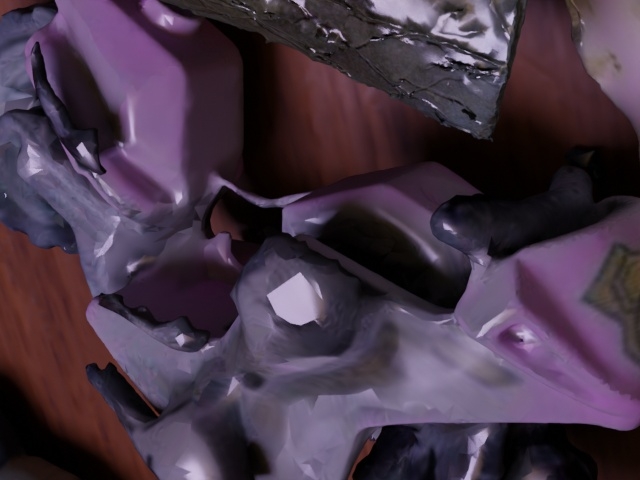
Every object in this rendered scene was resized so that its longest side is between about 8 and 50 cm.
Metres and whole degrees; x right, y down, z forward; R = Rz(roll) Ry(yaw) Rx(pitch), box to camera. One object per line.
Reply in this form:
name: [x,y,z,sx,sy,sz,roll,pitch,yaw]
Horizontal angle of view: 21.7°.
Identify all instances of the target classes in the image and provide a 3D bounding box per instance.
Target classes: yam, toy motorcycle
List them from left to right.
yam: [-0.003,-0.112,0.560,0.183,0.107,0.107,22,126,15]
toy motorcycle: [0.000,0.000,0.614,0.327,0.143,0.188,44,122,16]

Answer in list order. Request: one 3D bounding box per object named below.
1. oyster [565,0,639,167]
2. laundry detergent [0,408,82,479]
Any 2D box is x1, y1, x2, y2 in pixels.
oyster: [0.140,-0.089,0.502,0.223,0.083,0.214,125,127,-67]
laundry detergent: [-0.242,0.102,0.815,0.290,0.094,0.143,24,123,12]
